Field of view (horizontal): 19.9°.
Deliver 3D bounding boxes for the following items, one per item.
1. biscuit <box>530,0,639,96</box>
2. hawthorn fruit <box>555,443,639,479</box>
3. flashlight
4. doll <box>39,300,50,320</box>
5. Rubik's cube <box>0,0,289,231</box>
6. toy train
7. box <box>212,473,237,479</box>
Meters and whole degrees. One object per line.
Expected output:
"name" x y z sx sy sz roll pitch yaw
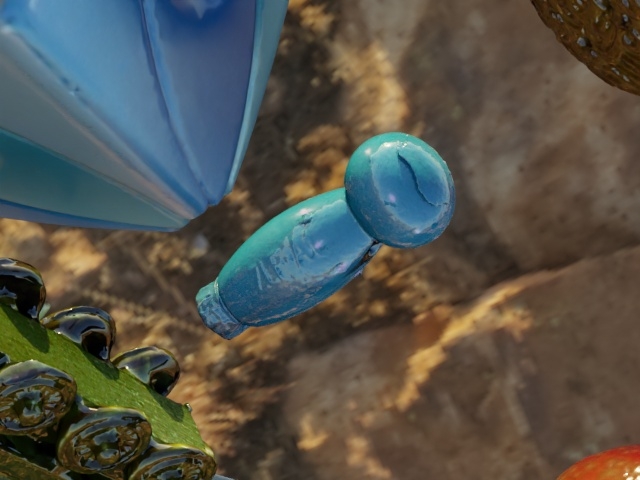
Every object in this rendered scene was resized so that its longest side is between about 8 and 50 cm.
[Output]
"biscuit" 0.224 -0.188 1.415 0.027 0.188 0.188 -41 96 -21
"hawthorn fruit" 0.302 0.309 1.584 0.316 0.316 0.316 11 67 -28
"flashlight" 0.000 0.000 0.770 0.051 0.129 0.051 46 24 -28
"doll" -0.319 0.151 1.426 0.213 0.236 0.213 17 43 -16
"Rubik's cube" -0.236 -0.228 1.320 0.351 0.347 0.352 44 57 -59
"toy train" -0.152 0.100 0.932 0.225 0.137 0.090 38 21 -49
"box" -0.078 0.270 1.246 0.106 0.299 0.200 44 66 -39
